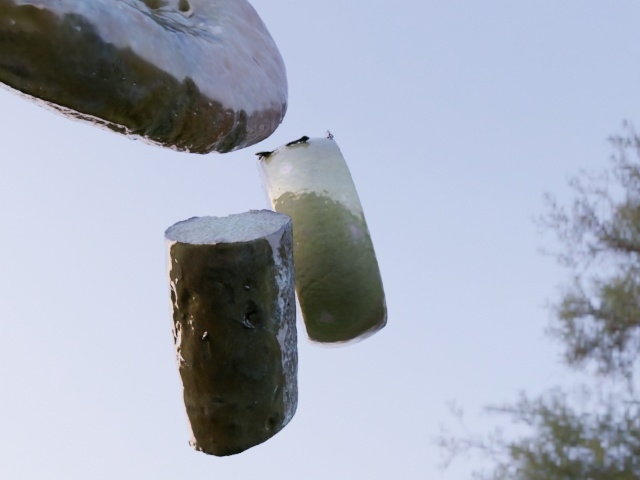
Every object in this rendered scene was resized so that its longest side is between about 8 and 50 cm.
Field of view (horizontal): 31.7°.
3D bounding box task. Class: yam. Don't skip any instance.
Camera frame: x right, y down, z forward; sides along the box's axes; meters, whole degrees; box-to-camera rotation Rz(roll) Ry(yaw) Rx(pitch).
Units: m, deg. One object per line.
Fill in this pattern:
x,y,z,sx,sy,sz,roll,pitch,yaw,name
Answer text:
-0.072,0.078,0.949,0.107,0.107,0.194,1,-74,15,yam

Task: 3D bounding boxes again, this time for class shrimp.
-0.143,-0.138,0.642,0.317,0.168,0.077,15,-44,-41,shrimp

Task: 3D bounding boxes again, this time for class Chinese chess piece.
0.000,0.000,1.214,0.092,0.237,0.237,-15,-45,-2,Chinese chess piece
